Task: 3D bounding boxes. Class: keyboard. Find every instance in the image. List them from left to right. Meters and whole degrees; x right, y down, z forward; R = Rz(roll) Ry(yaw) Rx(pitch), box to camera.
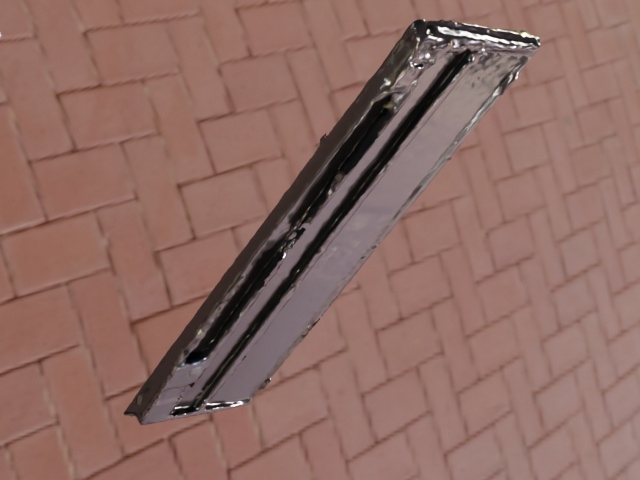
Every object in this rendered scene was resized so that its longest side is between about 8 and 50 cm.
[{"bbox_3d":[0.000,0.000,0.561,0.087,0.250,0.017,-5,52,-47],"label":"keyboard"}]
